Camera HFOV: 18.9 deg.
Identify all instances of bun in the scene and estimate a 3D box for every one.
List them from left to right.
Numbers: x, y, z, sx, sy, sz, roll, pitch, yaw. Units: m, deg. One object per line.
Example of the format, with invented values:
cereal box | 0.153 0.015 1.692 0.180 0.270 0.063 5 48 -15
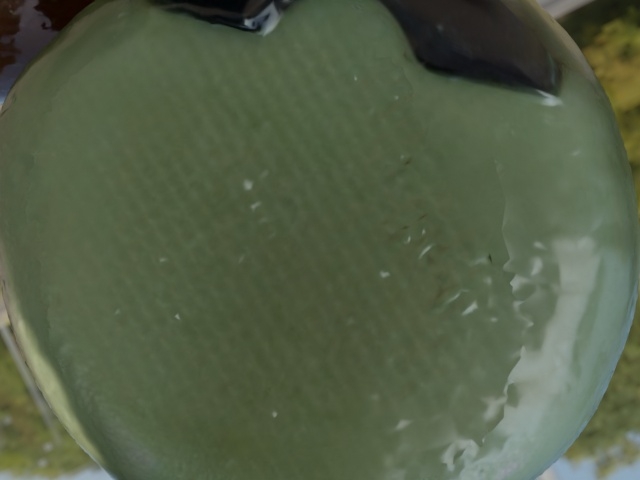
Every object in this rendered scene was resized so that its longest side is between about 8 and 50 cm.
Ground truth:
bun | 0.000 0.000 0.858 0.283 0.283 0.179 -26 177 -2

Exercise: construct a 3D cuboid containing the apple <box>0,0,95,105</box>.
apple | -0.143 -0.177 0.966 0.235 0.210 0.173 -23 170 42
